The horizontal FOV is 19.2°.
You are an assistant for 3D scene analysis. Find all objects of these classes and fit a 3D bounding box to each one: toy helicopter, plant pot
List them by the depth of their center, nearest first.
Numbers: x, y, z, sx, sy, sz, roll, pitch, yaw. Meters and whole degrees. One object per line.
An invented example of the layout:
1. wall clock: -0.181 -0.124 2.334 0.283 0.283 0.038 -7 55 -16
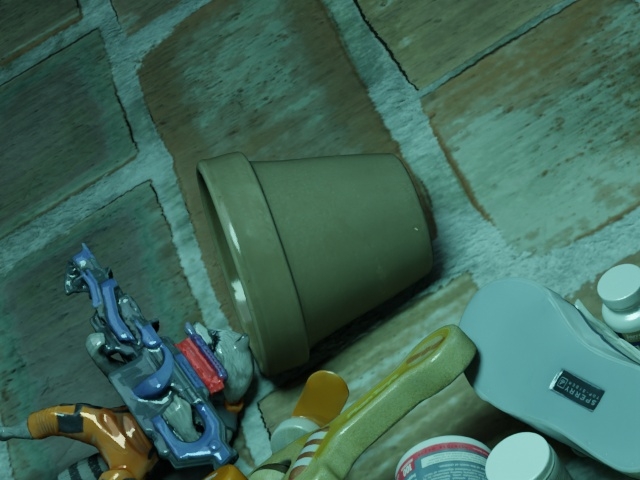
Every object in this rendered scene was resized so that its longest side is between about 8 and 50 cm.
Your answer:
1. toy helicopter: 0.016 0.209 1.937 0.355 0.140 0.235 -40 9 6
2. plant pot: 0.000 0.000 2.191 0.229 0.263 0.263 -19 36 -8

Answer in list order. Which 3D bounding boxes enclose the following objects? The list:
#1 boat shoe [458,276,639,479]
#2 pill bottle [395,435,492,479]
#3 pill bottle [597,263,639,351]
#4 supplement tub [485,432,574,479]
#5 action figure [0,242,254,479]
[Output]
1. boat shoe: 0.282 0.151 1.858 0.136 0.156 0.367 -59 34 -1
2. pill bottle: 0.133 0.289 1.845 0.108 0.108 0.180 -24 37 14
3. pill bottle: 0.326 0.081 1.918 0.067 0.120 0.067 -21 38 18
4. supplement tub: 0.213 0.244 1.834 0.071 0.107 0.071 -21 38 18
5. action figure: -0.229 0.184 2.199 0.330 0.178 0.341 -29 61 0
